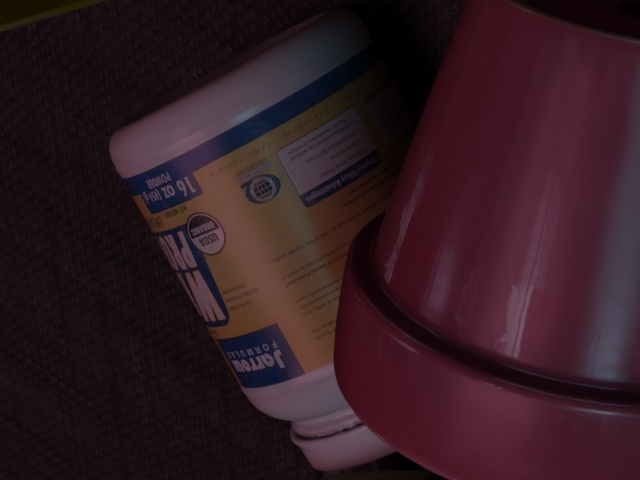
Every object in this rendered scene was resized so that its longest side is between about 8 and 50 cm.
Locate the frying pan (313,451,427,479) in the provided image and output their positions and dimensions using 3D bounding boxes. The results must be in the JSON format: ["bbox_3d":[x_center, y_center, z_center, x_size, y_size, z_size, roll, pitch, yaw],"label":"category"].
[{"bbox_3d":[0.079,0.220,1.071,0.197,0.053,0.326,12,124,46],"label":"frying pan"}]

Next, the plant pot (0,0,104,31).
[{"bbox_3d":[-0.175,-0.242,0.858,0.187,0.212,0.212,53,148,26],"label":"plant pot"}]

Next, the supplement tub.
[{"bbox_3d":[0.000,0.000,0.886,0.144,0.144,0.199,-17,104,55],"label":"supplement tub"}]

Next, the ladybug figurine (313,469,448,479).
[{"bbox_3d":[0.125,0.241,0.847,0.449,0.162,0.305,2,144,41],"label":"ladybug figurine"}]

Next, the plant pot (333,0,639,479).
[{"bbox_3d":[0.113,-0.015,0.714,0.201,0.201,0.180,26,121,36],"label":"plant pot"}]
